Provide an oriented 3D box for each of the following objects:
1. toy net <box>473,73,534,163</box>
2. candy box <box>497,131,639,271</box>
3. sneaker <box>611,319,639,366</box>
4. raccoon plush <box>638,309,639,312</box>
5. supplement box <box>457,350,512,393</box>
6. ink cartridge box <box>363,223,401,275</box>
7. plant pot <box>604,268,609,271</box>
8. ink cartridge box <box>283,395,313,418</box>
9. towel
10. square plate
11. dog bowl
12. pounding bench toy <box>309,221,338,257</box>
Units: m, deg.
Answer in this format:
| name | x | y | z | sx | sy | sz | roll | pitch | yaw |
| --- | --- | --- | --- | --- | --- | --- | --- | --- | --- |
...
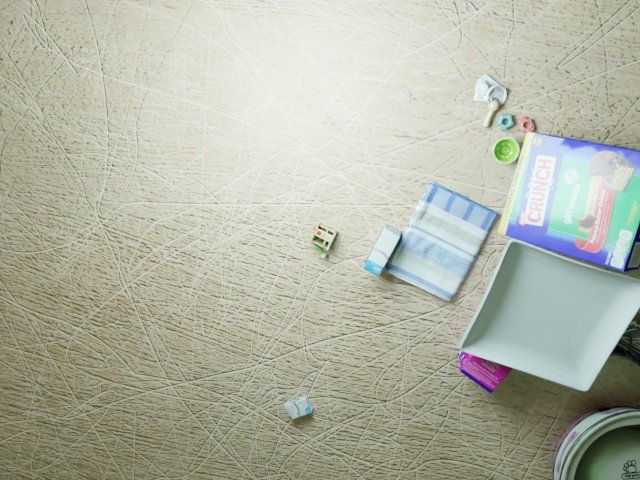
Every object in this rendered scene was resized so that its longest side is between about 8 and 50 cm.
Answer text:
| name | x | y | z | sx | sy | sz | roll | pitch | yaw |
| --- | --- | --- | --- | --- | --- | --- | --- | --- | --- |
| toy net | 0.469 | -0.317 | 1.569 | 0.122 | 0.045 | 0.232 | -20 | 98 | 14 |
| candy box | 0.618 | -0.101 | 1.467 | 0.317 | 0.122 | 0.269 | 22 | 104 | 42 |
| sneaker | 0.803 | 0.270 | 1.580 | 0.298 | 0.112 | 0.121 | 8 | 135 | 15 |
| raccoon plush | 1.066 | 0.168 | 1.544 | 0.446 | 0.216 | 0.299 | -18 | 117 | 44 |
| supplement box | 0.481 | 0.281 | 1.665 | 0.113 | 0.111 | 0.220 | 36 | 105 | 0 |
| ink cartridge box | 0.169 | 0.023 | 1.675 | 0.052 | 0.088 | 0.123 | 26 | 106 | 4 |
| plant pot | 0.753 | 0.137 | 1.599 | 0.081 | 0.083 | 0.081 | 39 | 105 | 0 |
| ink cartridge box | -0.070 | 0.505 | 1.855 | 0.083 | 0.028 | 0.048 | -22 | 97 | 14 |
| towel | 0.324 | 0.007 | 1.674 | 0.209 | 0.034 | 0.285 | 26 | 105 | 3 |
| square plate | 0.562 | 0.184 | 1.515 | 0.347 | 0.049 | 0.344 | 18 | 118 | 3 |
| dog bowl | 0.802 | 0.626 | 1.625 | 0.407 | 0.150 | 0.409 | 0 | 93 | 0 |
| pounding bench toy | 0.000 | 0.000 | 1.719 | 0.065 | 0.052 | 0.083 | 26 | 106 | 4 |
